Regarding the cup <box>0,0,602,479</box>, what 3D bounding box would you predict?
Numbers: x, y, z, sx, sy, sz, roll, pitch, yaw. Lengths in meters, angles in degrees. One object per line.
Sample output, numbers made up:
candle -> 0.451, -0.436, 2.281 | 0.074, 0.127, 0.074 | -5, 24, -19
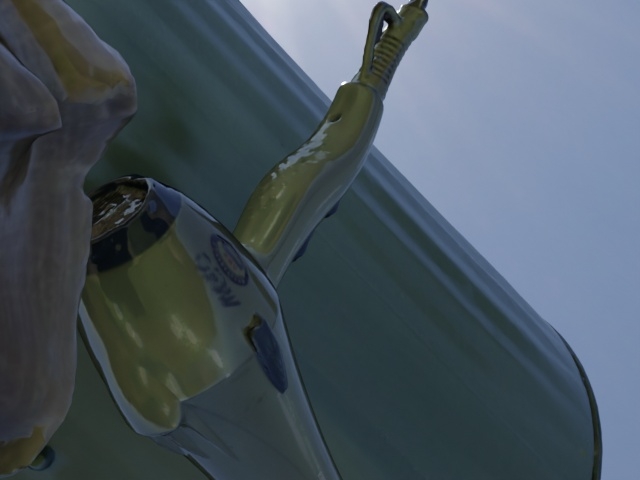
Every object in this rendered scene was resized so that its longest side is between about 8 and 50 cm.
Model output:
cup -> -0.127, 0.064, 0.843 | 0.401, 0.392, 0.310 | -31, -146, 14

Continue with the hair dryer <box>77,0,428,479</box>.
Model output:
hair dryer -> 0.001, 0.021, 0.655 | 0.067, 0.199, 0.167 | 3, -59, 38

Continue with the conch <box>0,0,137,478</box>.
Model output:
conch -> -0.168, 0.015, 0.392 | 0.263, 0.324, 0.186 | -48, -157, -9
